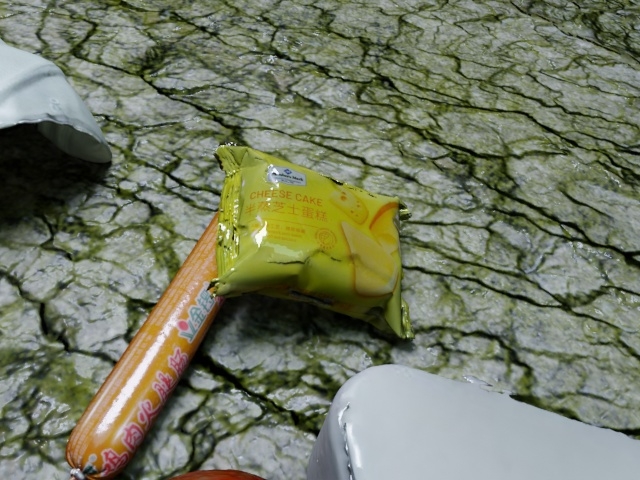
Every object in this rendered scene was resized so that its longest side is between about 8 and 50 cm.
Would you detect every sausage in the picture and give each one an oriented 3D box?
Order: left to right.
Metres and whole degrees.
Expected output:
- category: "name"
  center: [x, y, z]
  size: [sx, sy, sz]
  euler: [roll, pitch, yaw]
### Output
- category: "sausage"
  center: [-0.122, 0.065, 0.566]
  size: [0.053, 0.053, 0.347]
  euler: [21, 52, 6]

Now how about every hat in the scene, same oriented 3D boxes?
- category: "hat"
  center: [-0.376, -0.162, 0.623]
  size: [0.258, 0.168, 0.301]
  euler: [-21, 59, -26]

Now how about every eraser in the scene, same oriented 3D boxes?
- category: "eraser"
  center: [0.125, 0.269, 0.396]
  size: [0.332, 0.149, 0.331]
  euler: [6, 49, -8]

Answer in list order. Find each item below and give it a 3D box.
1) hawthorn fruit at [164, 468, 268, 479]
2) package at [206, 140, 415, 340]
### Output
- category: "hawthorn fruit"
  center: [-0.092, 0.247, 0.341]
  size: [0.250, 0.215, 0.215]
  euler: [-19, 57, -5]
- category: "package"
  center: [0.000, 0.000, 0.596]
  size: [0.226, 0.090, 0.168]
  euler: [16, 56, -25]
